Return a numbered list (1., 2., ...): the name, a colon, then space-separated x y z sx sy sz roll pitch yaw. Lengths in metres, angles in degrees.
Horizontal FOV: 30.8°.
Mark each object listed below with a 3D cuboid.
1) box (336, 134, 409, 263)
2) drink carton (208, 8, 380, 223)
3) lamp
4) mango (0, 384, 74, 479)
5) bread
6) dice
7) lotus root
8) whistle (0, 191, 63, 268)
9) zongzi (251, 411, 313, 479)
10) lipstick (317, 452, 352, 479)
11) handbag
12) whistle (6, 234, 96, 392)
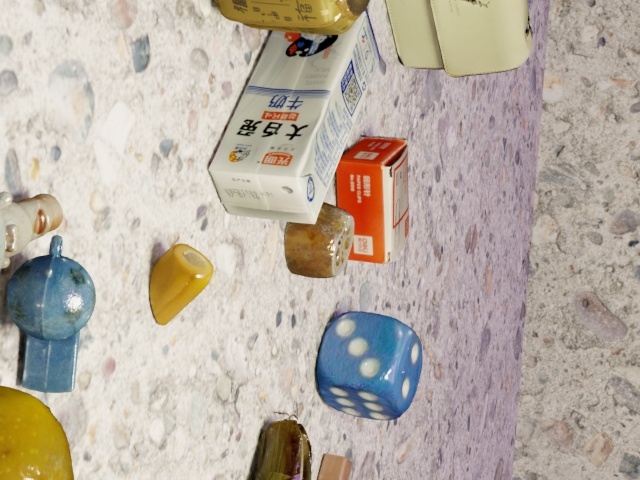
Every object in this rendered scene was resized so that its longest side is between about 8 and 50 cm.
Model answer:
1. box: 0.093 -0.069 1.926 0.133 0.099 0.182 -46 137 -60
2. drink carton: -0.029 -0.175 1.548 0.106 0.131 0.315 67 36 -48
3. lamp: -0.037 -0.329 1.411 0.161 0.185 0.161 7 90 -66
4. mango: -0.295 0.283 0.960 0.177 0.176 0.329 3 94 -24
5. bread: -0.174 0.052 1.363 0.062 0.103 0.049 39 33 -13
6. dice: 0.083 0.206 1.913 0.143 0.147 0.146 59 43 -55
7. lotus root: 0.000 0.002 1.754 0.112 0.081 0.122 86 22 -43
8. whistle: -0.297 -0.003 1.019 0.220 0.057 0.107 -39 138 -67
9. zongzi: -0.080 0.345 1.646 0.184 0.084 0.187 0 89 -59
10. lipstick: 0.013 0.432 1.934 0.045 0.045 0.145 54 47 -57
11. handbag: 0.231 -0.459 1.987 0.358 0.237 0.160 70 31 -48
12. whistle: -0.256 0.072 1.101 0.090 0.090 0.157 -3 100 -68
